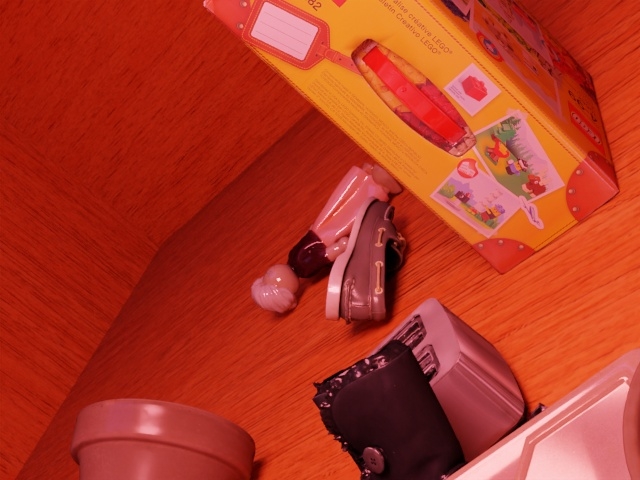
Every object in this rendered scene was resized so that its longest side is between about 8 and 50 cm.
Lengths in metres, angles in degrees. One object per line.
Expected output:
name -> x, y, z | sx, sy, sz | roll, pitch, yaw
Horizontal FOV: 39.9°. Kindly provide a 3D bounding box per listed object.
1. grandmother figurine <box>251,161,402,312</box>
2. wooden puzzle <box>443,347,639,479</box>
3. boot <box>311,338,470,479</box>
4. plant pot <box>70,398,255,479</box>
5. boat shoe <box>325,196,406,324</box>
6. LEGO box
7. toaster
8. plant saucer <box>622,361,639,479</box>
grandmother figurine -> 0.000, 0.000, 1.677 | 0.342, 0.104, 0.208 | -47, 7, -4
wooden puzzle -> 0.194, 0.203, 0.587 | 0.239, 0.044, 0.221 | -32, 38, 0
boot -> 0.100, 0.185, 0.741 | 0.094, 0.207, 0.246 | -26, -1, -34
plant pot -> -0.237, 0.372, 1.220 | 0.263, 0.263, 0.229 | -33, 39, 46
boat shoe -> 0.084, 0.029, 1.389 | 0.305, 0.091, 0.109 | -64, -21, -55
LEGO box -> 0.136, -0.258, 1.161 | 0.193, 0.500, 0.372 | -41, 18, 29
toaster -> 0.121, 0.166, 0.927 | 0.185, 0.110, 0.168 | -45, 17, 12
plant saucer -> 0.322, 0.105, 0.516 | 0.278, 0.041, 0.277 | -24, 33, 17
